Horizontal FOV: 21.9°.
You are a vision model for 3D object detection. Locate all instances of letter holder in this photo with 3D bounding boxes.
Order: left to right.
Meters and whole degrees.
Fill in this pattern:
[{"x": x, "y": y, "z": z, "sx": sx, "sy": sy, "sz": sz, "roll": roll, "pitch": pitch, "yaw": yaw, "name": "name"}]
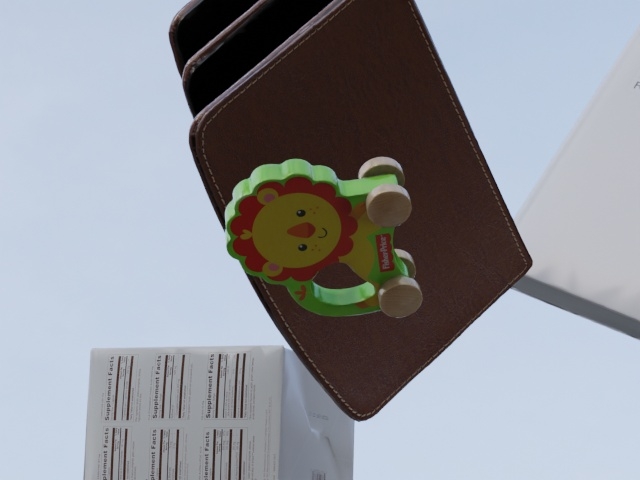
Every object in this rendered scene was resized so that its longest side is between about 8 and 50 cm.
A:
[{"x": -0.006, "y": -0.040, "z": 1.247, "sx": 0.152, "sy": 0.214, "sz": 0.302, "roll": 22, "pitch": -32, "yaw": 49, "name": "letter holder"}]

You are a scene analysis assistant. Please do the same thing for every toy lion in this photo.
[{"x": 0.000, "y": 0.000, "z": 0.851, "sx": 0.096, "sy": 0.034, "sz": 0.100, "roll": -10, "pitch": -51, "yaw": 0, "name": "toy lion"}]

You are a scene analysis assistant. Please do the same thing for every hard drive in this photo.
[{"x": 0.306, "y": -0.059, "z": 1.414, "sx": 0.203, "sy": 0.307, "sz": 0.040, "roll": 22, "pitch": -23, "yaw": 30, "name": "hard drive"}]

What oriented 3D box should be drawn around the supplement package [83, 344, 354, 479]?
[{"x": -0.094, "y": 0.187, "z": 1.599, "sx": 0.203, "sy": 0.149, "sz": 0.194, "roll": -3, "pitch": -13, "yaw": 22, "name": "supplement package"}]
